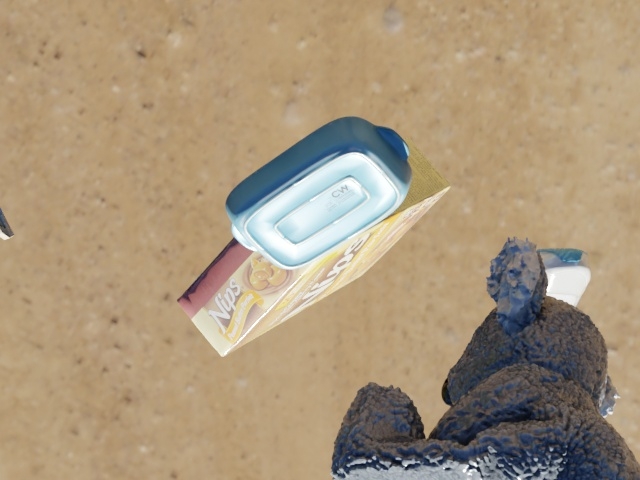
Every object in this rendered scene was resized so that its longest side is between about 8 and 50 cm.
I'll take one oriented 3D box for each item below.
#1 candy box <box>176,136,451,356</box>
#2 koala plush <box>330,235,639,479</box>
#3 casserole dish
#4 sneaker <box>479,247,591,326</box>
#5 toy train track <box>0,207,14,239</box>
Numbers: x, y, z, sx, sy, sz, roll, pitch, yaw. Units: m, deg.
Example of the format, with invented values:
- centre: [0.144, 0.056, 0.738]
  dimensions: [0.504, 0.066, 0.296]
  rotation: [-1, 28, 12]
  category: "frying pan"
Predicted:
- centre: [0.000, 0.000, 1.537]
  dimensions: [0.087, 0.316, 0.183]
  rotation: [49, 123, 8]
  category: "candy box"
- centre: [0.153, 0.126, 1.007]
  dimensions: [0.203, 0.221, 0.196]
  rotation: [-13, 126, 33]
  category: "koala plush"
- centre: [0.000, -0.037, 1.266]
  dimensions: [0.188, 0.037, 0.114]
  rotation: [-33, 127, 18]
  category: "casserole dish"
- centre: [0.244, 0.091, 1.527]
  dimensions: [0.087, 0.092, 0.229]
  rotation: [4, 143, -12]
  category: "sneaker"
- centre: [-0.229, -0.037, 0.913]
  dimensions: [0.048, 0.014, 0.083]
  rotation: [-12, 106, 56]
  category: "toy train track"
